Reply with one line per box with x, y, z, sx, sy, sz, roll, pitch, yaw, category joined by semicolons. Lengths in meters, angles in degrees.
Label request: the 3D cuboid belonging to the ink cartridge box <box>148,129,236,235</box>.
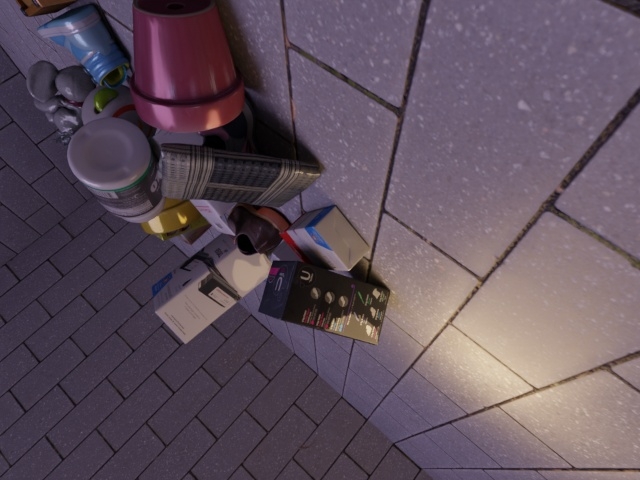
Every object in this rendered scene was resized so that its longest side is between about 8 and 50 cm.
-0.352;-0.187;1.340;0.353;0.119;0.207;54;160;-22;ink cartridge box

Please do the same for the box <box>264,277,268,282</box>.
-0.199;0.168;1.872;0.109;0.042;0.178;26;152;44;box

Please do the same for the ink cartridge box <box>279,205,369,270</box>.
0.000;0.000;1.079;0.134;0.078;0.231;50;160;-15;ink cartridge box

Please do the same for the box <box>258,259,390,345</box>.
0.009;0.151;1.108;0.270;0.143;0.165;19;169;-25;box

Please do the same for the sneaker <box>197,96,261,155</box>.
-0.213;-0.203;1.014;0.112;0.131;0.319;38;160;18;sneaker

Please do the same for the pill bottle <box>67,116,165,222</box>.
-0.572;-0.184;1.311;0.204;0.204;0.361;44;163;3;pill bottle

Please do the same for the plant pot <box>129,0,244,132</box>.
-0.235;-0.317;0.770;0.201;0.201;0.180;35;142;26;plant pot

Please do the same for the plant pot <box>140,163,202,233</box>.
-0.577;-0.185;1.643;0.254;0.254;0.239;21;136;49;plant pot

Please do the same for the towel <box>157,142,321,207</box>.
-0.192;-0.137;0.978;0.312;0.056;0.324;3;171;-20;towel

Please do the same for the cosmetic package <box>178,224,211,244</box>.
-0.608;-0.143;1.900;0.129;0.153;0.296;19;150;47;cosmetic package

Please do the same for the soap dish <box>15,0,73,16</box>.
-0.731;-0.679;1.103;0.291;0.118;0.229;24;152;48;soap dish

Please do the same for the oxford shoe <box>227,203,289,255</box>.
-0.230;-0.032;1.387;0.130;0.133;0.364;50;161;-23;oxford shoe

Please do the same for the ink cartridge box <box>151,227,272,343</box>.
-0.391;0.138;1.613;0.166;0.395;0.285;56;168;-23;ink cartridge box

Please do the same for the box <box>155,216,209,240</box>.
-0.530;-0.072;1.757;0.087;0.232;0.058;21;129;50;box

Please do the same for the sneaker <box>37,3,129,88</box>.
-0.657;-0.527;1.254;0.319;0.127;0.208;25;151;45;sneaker

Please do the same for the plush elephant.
-0.824;-0.493;1.517;0.272;0.255;0.330;12;-146;-24;plush elephant

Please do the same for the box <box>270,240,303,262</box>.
-0.075;0.048;1.291;0.102;0.101;0.087;43;160;6;box

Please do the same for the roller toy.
-0.622;-0.376;1.383;0.146;0.191;0.209;36;122;27;roller toy
